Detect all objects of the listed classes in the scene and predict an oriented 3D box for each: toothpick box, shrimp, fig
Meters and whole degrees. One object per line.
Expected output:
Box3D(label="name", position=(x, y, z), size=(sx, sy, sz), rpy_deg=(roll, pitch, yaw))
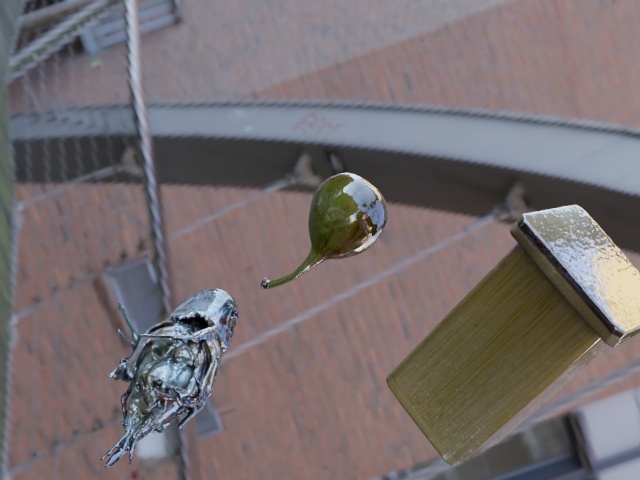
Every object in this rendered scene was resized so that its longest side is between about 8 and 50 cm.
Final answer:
Box3D(label="toothpick box", position=(0.248, 0.126, 1.545), size=(0.187, 0.308, 0.190), rpy_deg=(51, 31, 16))
Box3D(label="shrimp", position=(-0.233, 0.177, 1.756), size=(0.372, 0.172, 0.137), rpy_deg=(-46, 157, -58))
Box3D(label="fig", position=(0.000, 0.000, 1.889), size=(0.124, 0.236, 0.124), rpy_deg=(46, 1, -1))
